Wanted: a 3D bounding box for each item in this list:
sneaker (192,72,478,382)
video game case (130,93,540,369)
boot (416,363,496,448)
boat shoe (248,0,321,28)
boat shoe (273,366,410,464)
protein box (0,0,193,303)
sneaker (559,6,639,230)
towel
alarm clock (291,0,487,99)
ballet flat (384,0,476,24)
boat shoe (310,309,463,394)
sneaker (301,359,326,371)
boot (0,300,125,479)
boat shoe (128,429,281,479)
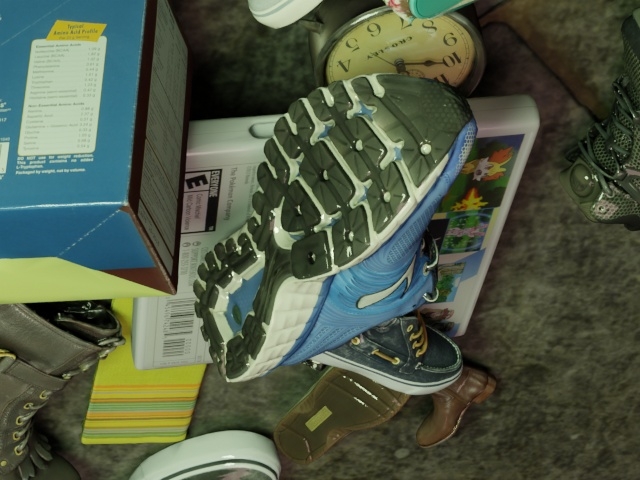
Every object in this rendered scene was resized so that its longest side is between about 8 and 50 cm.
[{"bbox_3d":[0.028,-0.015,1.350,0.147,0.130,0.330,-9,155,-33],"label":"sneaker"},{"bbox_3d":[0.000,0.000,1.490,0.300,0.036,0.329,-5,148,-11],"label":"video game case"},{"bbox_3d":[0.093,0.139,1.713,0.114,0.037,0.106,27,113,-38],"label":"boot"},{"bbox_3d":[0.001,-0.247,1.254,0.081,0.079,0.227,22,123,-28],"label":"boat shoe"},{"bbox_3d":[0.031,0.136,1.675,0.068,0.072,0.190,52,132,-4],"label":"boat shoe"},{"bbox_3d":[-0.202,-0.076,1.261,0.199,0.201,0.136,-3,151,9],"label":"protein box"},{"bbox_3d":[0.249,-0.084,1.464,0.130,0.087,0.227,-23,142,4],"label":"sneaker"},{"bbox_3d":[-0.149,0.102,1.643,0.102,0.021,0.237,0,136,-18],"label":"towel"},{"bbox_3d":[0.065,-0.136,1.390,0.129,0.064,0.192,-23,136,15],"label":"alarm clock"},{"bbox_3d":[0.135,-0.224,1.288,0.241,0.077,0.091,-20,139,-24],"label":"ballet flat"},{"bbox_3d":[0.067,0.078,1.539,0.183,0.065,0.083,15,141,-36],"label":"boat shoe"},{"bbox_3d":[-0.011,0.095,1.569,0.083,0.037,0.032,-10,151,-1],"label":"sneaker"},{"bbox_3d":[-0.252,0.136,1.604,0.229,0.091,0.263,-36,129,26],"label":"boot"},{"bbox_3d":[-0.163,0.305,1.783,0.335,0.119,0.121,-37,131,27],"label":"boat shoe"}]
